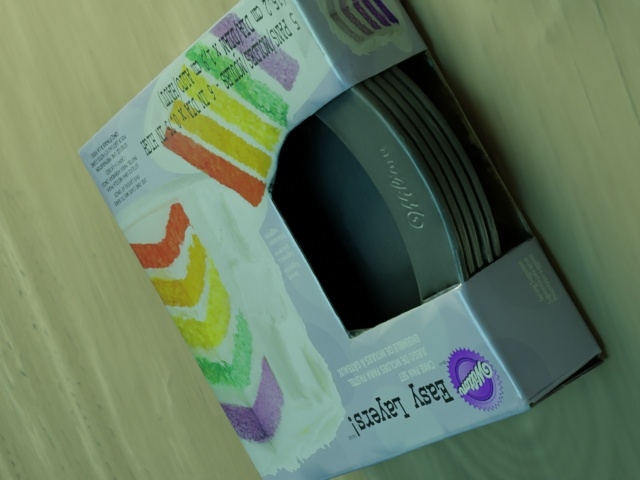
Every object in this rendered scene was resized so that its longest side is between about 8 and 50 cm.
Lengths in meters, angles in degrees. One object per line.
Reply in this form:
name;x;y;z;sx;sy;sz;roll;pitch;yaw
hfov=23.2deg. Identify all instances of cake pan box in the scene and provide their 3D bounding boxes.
cake pan box;0.000;0.000;0.836;0.267;0.070;0.246;-28;92;54
